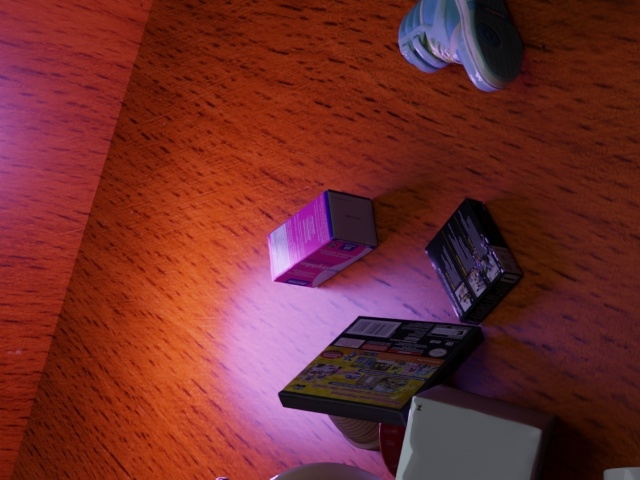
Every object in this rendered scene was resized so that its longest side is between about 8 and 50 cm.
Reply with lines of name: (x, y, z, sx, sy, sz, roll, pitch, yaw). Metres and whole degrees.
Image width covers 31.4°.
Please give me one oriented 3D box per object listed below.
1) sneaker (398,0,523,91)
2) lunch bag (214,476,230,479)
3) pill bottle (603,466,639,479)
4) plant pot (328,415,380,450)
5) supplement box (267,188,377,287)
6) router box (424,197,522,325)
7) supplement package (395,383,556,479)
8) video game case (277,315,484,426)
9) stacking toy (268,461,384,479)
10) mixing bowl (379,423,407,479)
sneaker: (0.240, -0.339, 2.037, 0.208, 0.127, 0.319, -45, 37, 37)
lunch bag: (-0.199, 0.655, 2.386, 0.258, 0.120, 0.293, 40, 111, 57)
pill bottle: (0.433, 0.428, 1.511, 0.136, 0.136, 0.245, -21, 64, 51)
plant pot: (0.070, 0.266, 2.111, 0.237, 0.110, 0.237, -24, 60, 51)
supplement box: (0.000, 0.000, 2.289, 0.220, 0.111, 0.113, -35, 54, 47)
router box: (0.260, 0.035, 1.960, 0.133, 0.046, 0.178, -53, 41, 33)
supplement package: (0.234, 0.317, 1.708, 0.194, 0.203, 0.149, 13, 92, 17)
video game case: (0.102, 0.216, 1.943, 0.275, 0.248, 0.035, 2, 121, 42)
stacking toy: (-0.064, 0.566, 1.730, 0.480, 0.351, 0.350, -43, 47, 49)
mixing bowl: (0.192, 0.325, 1.925, 0.181, 0.098, 0.181, -20, 65, 51)
